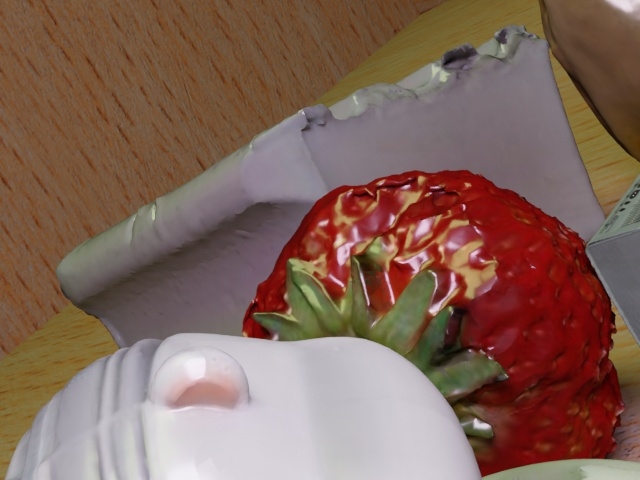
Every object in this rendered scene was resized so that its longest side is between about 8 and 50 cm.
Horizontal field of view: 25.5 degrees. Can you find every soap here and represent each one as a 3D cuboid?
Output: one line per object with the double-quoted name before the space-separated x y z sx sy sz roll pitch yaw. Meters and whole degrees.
"soap" 0.000 0.000 1.351 0.350 0.213 0.435 -28 2 -41

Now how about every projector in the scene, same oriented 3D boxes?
"projector" 0.243 0.028 0.887 0.061 0.147 0.115 -21 18 47

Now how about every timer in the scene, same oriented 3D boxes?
"timer" 0.028 0.151 0.420 0.291 0.315 0.291 -29 33 21

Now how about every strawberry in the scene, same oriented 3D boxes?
"strawberry" 0.086 0.081 0.939 0.257 0.257 0.277 -27 -19 30

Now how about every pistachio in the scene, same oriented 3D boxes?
"pistachio" 0.326 -0.196 1.297 0.213 0.260 0.163 -41 21 6
